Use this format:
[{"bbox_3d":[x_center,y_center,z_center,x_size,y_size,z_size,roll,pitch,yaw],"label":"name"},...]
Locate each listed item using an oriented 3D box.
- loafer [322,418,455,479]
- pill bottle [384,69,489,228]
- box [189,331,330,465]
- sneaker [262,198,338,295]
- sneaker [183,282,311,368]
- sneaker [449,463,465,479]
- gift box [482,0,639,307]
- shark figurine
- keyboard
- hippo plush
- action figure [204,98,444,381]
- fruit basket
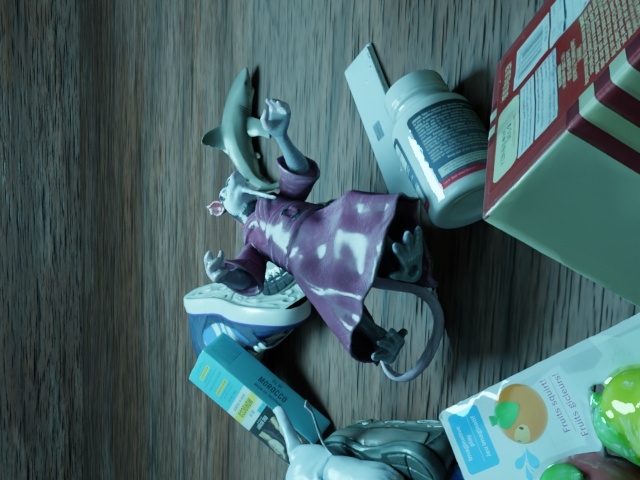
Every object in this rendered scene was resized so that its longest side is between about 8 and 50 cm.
[{"bbox_3d":[0.102,0.299,0.940,0.096,0.084,0.267,55,149,-8],"label":"loafer"},{"bbox_3d":[0.149,-0.115,0.796,0.108,0.108,0.180,-50,53,45],"label":"pill bottle"},{"bbox_3d":[-0.109,0.276,1.134,0.244,0.060,0.100,38,133,9],"label":"box"},{"bbox_3d":[0.000,0.000,1.025,0.275,0.110,0.107,-22,91,36],"label":"sneaker"},{"bbox_3d":[-0.117,0.203,1.221,0.322,0.130,0.236,-1,110,43],"label":"sneaker"},{"bbox_3d":[0.171,0.363,0.818,0.058,0.084,0.152,-13,82,55],"label":"sneaker"},{"bbox_3d":[0.272,-0.080,0.440,0.276,0.258,0.255,-55,9,47],"label":"gift box"},{"bbox_3d":[-0.162,-0.172,1.244,0.166,0.116,0.278,-48,53,48],"label":"shark figurine"},{"bbox_3d":[0.092,-0.167,0.961,0.072,0.014,0.256,-47,55,53],"label":"keyboard"},{"bbox_3d":[-0.011,0.405,0.878,0.294,0.236,0.234,54,148,-2],"label":"hippo plush"},{"bbox_3d":[-0.007,-0.008,0.892,0.370,0.275,0.248,27,83,41],"label":"action figure"},{"bbox_3d":[0.286,0.228,0.531,0.353,0.165,0.327,-35,62,29],"label":"fruit basket"}]
